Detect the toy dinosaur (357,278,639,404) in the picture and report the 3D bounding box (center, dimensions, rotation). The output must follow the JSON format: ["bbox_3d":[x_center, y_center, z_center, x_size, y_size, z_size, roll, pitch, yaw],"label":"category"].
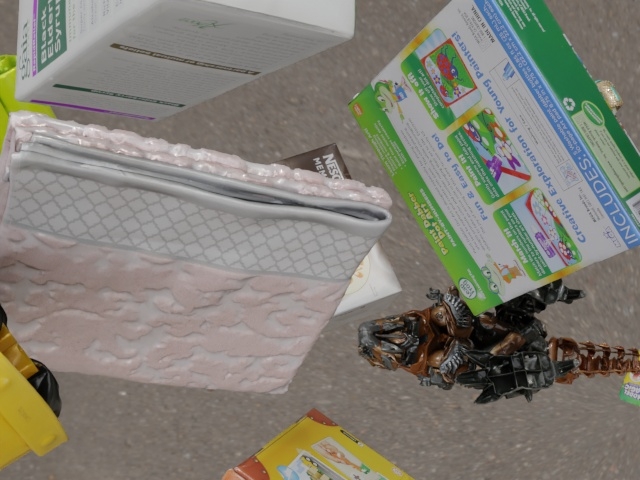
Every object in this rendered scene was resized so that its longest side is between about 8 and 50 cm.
[{"bbox_3d":[0.204,0.108,1.047,0.322,0.218,0.164,-14,69,-1],"label":"toy dinosaur"}]

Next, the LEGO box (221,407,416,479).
[{"bbox_3d":[0.080,0.533,1.554,0.500,0.372,0.193,33,105,14],"label":"LEGO box"}]

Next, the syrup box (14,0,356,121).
[{"bbox_3d":[-0.082,-0.130,0.488,0.237,0.096,0.093,-5,82,57],"label":"syrup box"}]

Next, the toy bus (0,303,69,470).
[{"bbox_3d":[-0.330,0.107,0.708,0.211,0.149,0.220,-36,53,-15],"label":"toy bus"}]

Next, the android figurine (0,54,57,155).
[{"bbox_3d":[-0.350,-0.061,0.848,0.248,0.272,0.056,-37,37,-24],"label":"android figurine"}]

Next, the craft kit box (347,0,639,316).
[{"bbox_3d":[0.154,-0.075,0.840,0.061,0.247,0.249,-29,86,-32],"label":"craft kit box"}]

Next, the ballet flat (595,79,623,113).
[{"bbox_3d":[0.444,-0.172,1.590,0.073,0.206,0.067,-13,51,-28],"label":"ballet flat"}]

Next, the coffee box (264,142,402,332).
[{"bbox_3d":[0.000,0.000,1.388,0.141,0.098,0.246,-18,74,-16],"label":"coffee box"}]

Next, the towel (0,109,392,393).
[{"bbox_3d":[-0.139,0.038,0.858,0.332,0.317,0.053,10,48,-19],"label":"towel"}]

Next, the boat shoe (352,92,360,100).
[{"bbox_3d":[0.108,-0.197,1.524,0.125,0.038,0.046,26,90,3],"label":"boat shoe"}]

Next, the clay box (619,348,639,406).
[{"bbox_3d":[0.574,0.179,1.487,0.127,0.053,0.222,14,69,56],"label":"clay box"}]
